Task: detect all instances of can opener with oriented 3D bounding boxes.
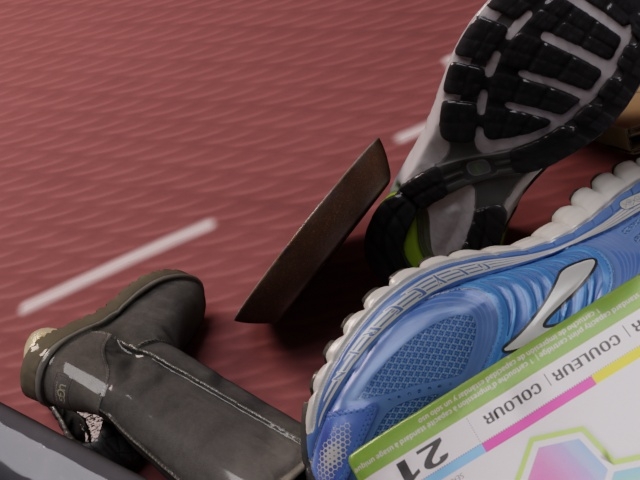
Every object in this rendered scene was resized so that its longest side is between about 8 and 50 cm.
[{"bbox_3d":[-0.106,0.183,0.590,0.283,0.076,0.095,24,69,10],"label":"can opener"}]

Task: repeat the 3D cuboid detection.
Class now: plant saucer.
[{"bbox_3d":[0.000,0.000,0.772,0.029,0.168,0.168,39,62,2],"label":"plant saucer"}]

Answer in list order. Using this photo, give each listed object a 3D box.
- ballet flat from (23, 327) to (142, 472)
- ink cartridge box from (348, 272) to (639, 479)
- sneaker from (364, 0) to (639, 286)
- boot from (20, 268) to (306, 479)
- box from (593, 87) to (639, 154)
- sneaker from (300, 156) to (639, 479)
[{"bbox_3d":[-0.177,0.110,0.784,0.057,0.049,0.173,-34,43,-15],"label":"ballet flat"},{"bbox_3d":[0.158,0.167,0.478,0.189,0.097,0.255,-33,55,6],"label":"ink cartridge box"},{"bbox_3d":[0.125,-0.090,0.721,0.111,0.300,0.121,32,41,-2],"label":"sneaker"},{"bbox_3d":[-0.071,0.103,0.724,0.209,0.076,0.190,18,32,27],"label":"boot"},{"bbox_3d":[0.247,-0.112,0.792,0.164,0.021,0.201,-18,19,-11],"label":"box"},{"bbox_3d":[0.138,0.069,0.635,0.330,0.129,0.147,-31,40,-11],"label":"sneaker"}]
